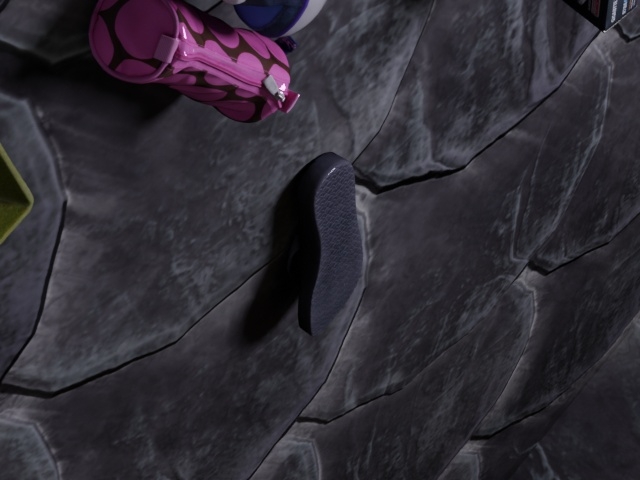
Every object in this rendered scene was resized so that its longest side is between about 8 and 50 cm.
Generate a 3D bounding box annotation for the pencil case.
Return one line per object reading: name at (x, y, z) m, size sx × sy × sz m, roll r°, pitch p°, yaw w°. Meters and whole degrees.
pencil case at (-0.103, -0.156, 1.414) m, size 0.095 × 0.098 × 0.209 m, roll -54°, pitch 154°, yaw 14°

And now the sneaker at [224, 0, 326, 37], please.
sneaker at (-0.109, -0.248, 1.262) m, size 0.236 × 0.130 × 0.323 m, roll -25°, pitch 153°, yaw -23°

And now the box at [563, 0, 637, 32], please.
box at (0.236, -0.327, 1.620) m, size 0.051 × 0.175 × 0.220 m, roll -40°, pitch 155°, yaw -16°

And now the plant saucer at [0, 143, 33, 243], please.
plant saucer at (-0.321, -0.010, 1.303) m, size 0.188 × 0.045 × 0.188 m, roll -50°, pitch 161°, yaw -15°

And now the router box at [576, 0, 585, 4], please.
router box at (0.116, -0.339, 1.330) m, size 0.081 × 0.243 × 0.309 m, roll -48°, pitch 156°, yaw 2°

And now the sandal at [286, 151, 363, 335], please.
sandal at (0.001, -0.001, 1.879) m, size 0.097 × 0.054 × 0.255 m, roll -38°, pitch 145°, yaw -36°
